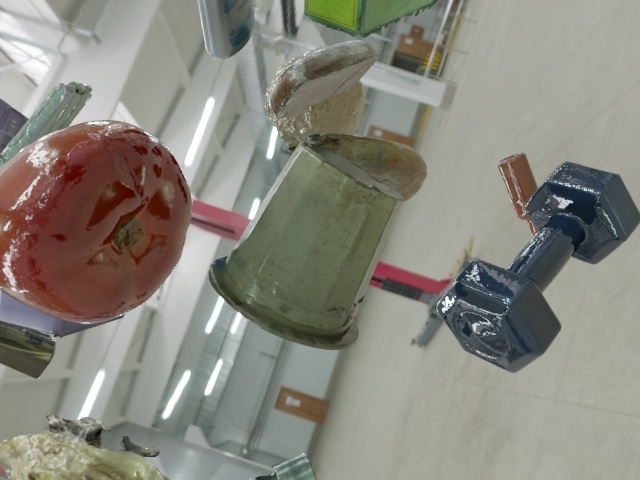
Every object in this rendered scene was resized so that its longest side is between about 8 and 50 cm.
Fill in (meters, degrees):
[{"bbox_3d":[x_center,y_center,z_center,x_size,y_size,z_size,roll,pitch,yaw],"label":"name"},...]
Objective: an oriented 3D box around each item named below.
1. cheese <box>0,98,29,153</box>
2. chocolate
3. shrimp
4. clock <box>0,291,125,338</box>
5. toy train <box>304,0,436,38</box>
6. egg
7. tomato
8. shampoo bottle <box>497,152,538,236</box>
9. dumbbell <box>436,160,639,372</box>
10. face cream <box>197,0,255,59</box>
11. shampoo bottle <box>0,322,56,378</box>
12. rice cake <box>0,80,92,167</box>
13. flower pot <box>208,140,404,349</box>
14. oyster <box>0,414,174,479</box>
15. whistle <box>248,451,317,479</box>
[{"bbox_3d":[-0.671,-0.207,1.308,0.105,0.042,0.190,43,-140,-44],"label":"cheese"},{"bbox_3d":[-0.005,-0.343,1.255,0.254,0.080,0.157,-31,-1,-30],"label":"chocolate"},{"bbox_3d":[0.063,-0.122,1.123,0.168,0.318,0.077,-54,42,34],"label":"shrimp"},{"bbox_3d":[-0.485,0.120,1.173,0.193,0.145,0.073,-15,-68,-67],"label":"clock"},{"bbox_3d":[0.087,-0.459,1.021,0.272,0.159,0.188,-36,-38,-34],"label":"toy train"},{"bbox_3d":[-0.008,-0.364,1.617,0.310,0.279,0.278,-21,-50,-76],"label":"egg"},{"bbox_3d":[-0.328,-0.028,0.846,0.298,0.227,0.298,-44,-37,-46],"label":"tomato"},{"bbox_3d":[0.561,-0.116,1.683,0.085,0.086,0.244,-63,-50,-75],"label":"shampoo bottle"},{"bbox_3d":[0.309,0.029,0.862,0.325,0.160,0.144,-42,-46,-27],"label":"dumbbell"},{"bbox_3d":[-0.198,-0.545,1.257,0.336,0.080,0.163,92,-157,-54],"label":"face cream"},{"bbox_3d":[-0.724,0.170,1.263,0.084,0.350,0.125,-53,30,3],"label":"shampoo bottle"},{"bbox_3d":[-0.515,-0.213,1.152,0.211,0.038,0.124,-46,7,13],"label":"rice cake"},{"bbox_3d":[0.000,0.000,0.771,0.202,0.212,0.212,-60,0,12],"label":"flower pot"},{"bbox_3d":[-0.149,0.207,0.486,0.133,0.209,0.071,-26,30,47],"label":"oyster"},{"bbox_3d":[-0.157,0.506,1.191,0.062,0.312,0.062,62,170,20],"label":"whistle"}]
